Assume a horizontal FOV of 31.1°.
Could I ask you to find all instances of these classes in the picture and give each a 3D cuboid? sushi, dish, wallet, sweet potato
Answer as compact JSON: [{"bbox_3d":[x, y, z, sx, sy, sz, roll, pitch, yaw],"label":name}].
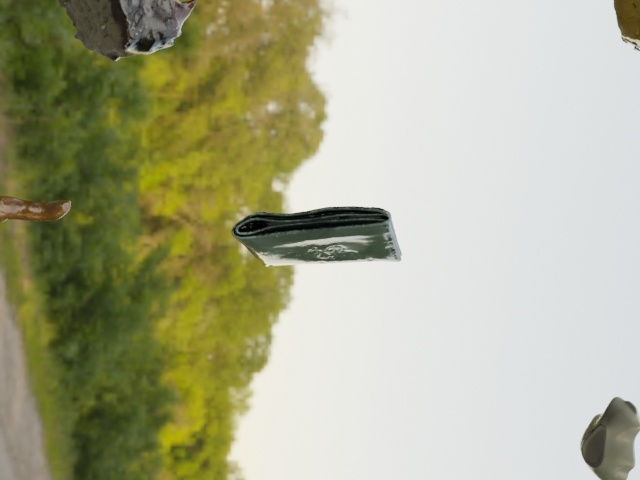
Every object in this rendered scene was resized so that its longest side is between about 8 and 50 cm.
[{"bbox_3d":[-0.370,-0.483,2.001,0.196,0.182,0.343,-11,-76,47],"label":"sushi"},{"bbox_3d":[0.383,0.271,1.548,0.091,0.039,0.137,53,-40,41],"label":"dish"},{"bbox_3d":[0.000,-0.001,2.144,0.251,0.290,0.054,62,25,-73],"label":"wallet"},{"bbox_3d":[-0.374,-0.028,1.302,0.044,0.179,0.044,165,-90,-70],"label":"sweet potato"}]

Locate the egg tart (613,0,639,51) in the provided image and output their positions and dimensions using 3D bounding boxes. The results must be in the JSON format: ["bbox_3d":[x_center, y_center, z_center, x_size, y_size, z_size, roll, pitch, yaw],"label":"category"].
[{"bbox_3d":[0.498,-0.389,1.737,0.294,0.123,0.294,-11,90,-69],"label":"egg tart"}]
